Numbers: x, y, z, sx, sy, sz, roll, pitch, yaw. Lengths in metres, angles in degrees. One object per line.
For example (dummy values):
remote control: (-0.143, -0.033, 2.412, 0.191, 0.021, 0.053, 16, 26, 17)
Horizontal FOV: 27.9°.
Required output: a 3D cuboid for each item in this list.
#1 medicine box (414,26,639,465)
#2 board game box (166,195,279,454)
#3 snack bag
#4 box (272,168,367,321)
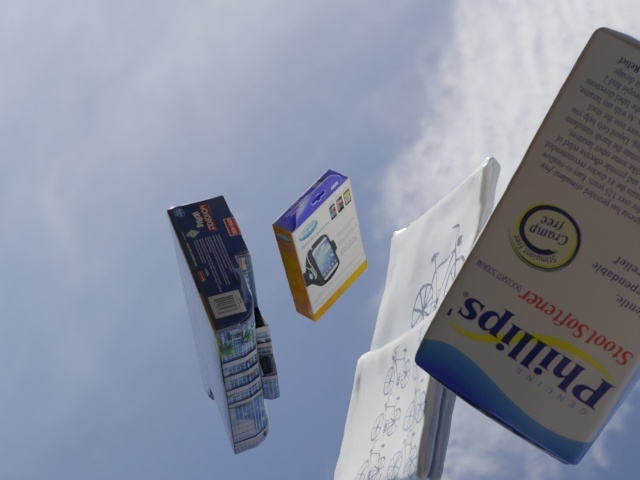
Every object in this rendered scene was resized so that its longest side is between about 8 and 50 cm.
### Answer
medicine box: (0.235, -0.009, 1.011, 0.149, 0.263, 0.289, 32, -71, 16)
board game box: (-0.082, 0.093, 1.192, 0.194, 0.060, 0.194, -118, -163, -51)
snack bag: (0.093, 0.101, 1.344, 0.323, 0.037, 0.342, 134, -28, -70)
box: (0.000, 0.000, 1.158, 0.028, 0.136, 0.081, 24, -124, 34)
